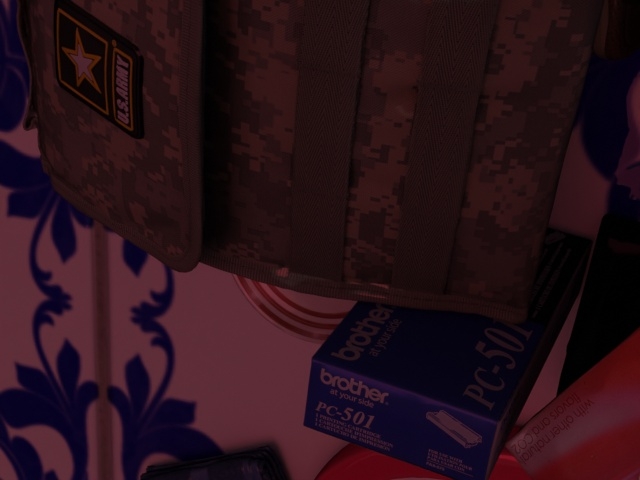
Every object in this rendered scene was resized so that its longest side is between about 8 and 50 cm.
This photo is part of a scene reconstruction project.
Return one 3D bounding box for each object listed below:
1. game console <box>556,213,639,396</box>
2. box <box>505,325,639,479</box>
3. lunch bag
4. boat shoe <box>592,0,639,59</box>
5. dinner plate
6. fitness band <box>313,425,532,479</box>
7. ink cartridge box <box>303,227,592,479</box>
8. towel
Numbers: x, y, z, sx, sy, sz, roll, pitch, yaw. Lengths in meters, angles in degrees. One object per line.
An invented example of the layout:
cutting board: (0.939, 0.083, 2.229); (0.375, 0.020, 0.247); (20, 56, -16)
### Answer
game console: (0.266, -0.027, 0.649); (0.213, 0.044, 0.361); (16, 112, 17)
box: (0.255, 0.049, 0.552); (0.300, 0.142, 0.154); (-46, 74, 25)
lunch bag: (-0.018, -0.102, 0.594); (0.287, 0.169, 0.235); (9, 131, 4)
boat shoe: (0.150, -0.193, 0.637); (0.072, 0.068, 0.189); (13, 102, 31)
dinner plate: (0.000, 0.000, 0.781); (0.141, 0.017, 0.141); (7, 109, 22)
fitness band: (0.122, 0.222, 0.790); (0.291, 0.054, 0.208); (3, 105, 21)
ink cartridge box: (0.077, 0.046, 0.657); (0.097, 0.207, 0.046); (17, 121, 17)
towel: (-0.077, 0.189, 0.871); (0.120, 0.029, 0.067); (-15, 100, 25)
